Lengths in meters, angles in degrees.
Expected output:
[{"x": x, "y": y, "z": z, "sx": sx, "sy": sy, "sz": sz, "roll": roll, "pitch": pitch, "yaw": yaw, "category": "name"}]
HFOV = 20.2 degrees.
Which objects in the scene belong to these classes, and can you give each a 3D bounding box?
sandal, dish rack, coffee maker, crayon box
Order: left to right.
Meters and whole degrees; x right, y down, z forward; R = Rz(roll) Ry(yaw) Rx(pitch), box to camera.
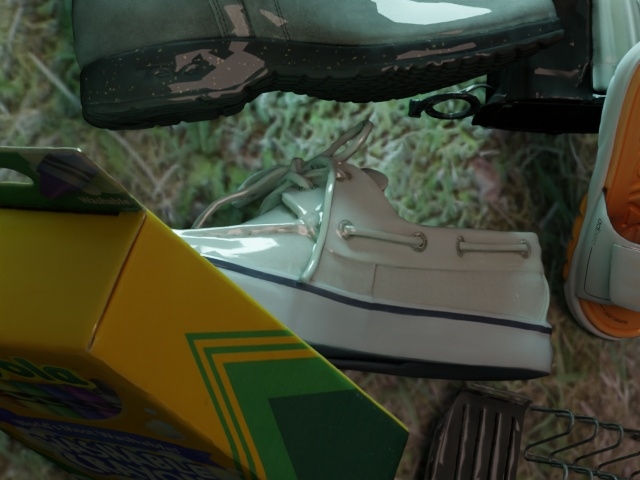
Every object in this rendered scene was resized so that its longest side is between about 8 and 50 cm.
[{"x": -0.120, "y": 0.063, "z": 0.979, "sx": 0.323, "sy": 0.203, "sz": 0.083, "roll": 44, "pitch": 59, "yaw": -46, "category": "crayon box"}, {"x": 0.160, "y": -0.175, "z": 1.299, "sx": 0.171, "sy": 0.120, "sz": 0.178, "roll": 6, "pitch": 77, "yaw": -28, "category": "coffee maker"}, {"x": 0.194, "y": 0.213, "z": 1.274, "sx": 0.272, "sy": 0.074, "sz": 0.208, "roll": 16, "pitch": 73, "yaw": -26, "category": "dish rack"}, {"x": 0.236, "y": -0.019, "z": 1.263, "sx": 0.102, "sy": 0.076, "sz": 0.265, "roll": -17, "pitch": 131, "yaw": -20, "category": "sandal"}]

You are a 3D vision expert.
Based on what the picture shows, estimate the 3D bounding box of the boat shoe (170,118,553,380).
[{"x": 0.006, "y": -0.001, "z": 1.171, "sx": 0.367, "sy": 0.136, "sz": 0.156, "roll": 9, "pitch": 77, "yaw": -31, "category": "boat shoe"}]

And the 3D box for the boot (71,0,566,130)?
[{"x": -0.010, "y": -0.202, "z": 1.174, "sx": 0.338, "sy": 0.118, "sz": 0.222, "roll": -7, "pitch": 84, "yaw": -16, "category": "boot"}]
